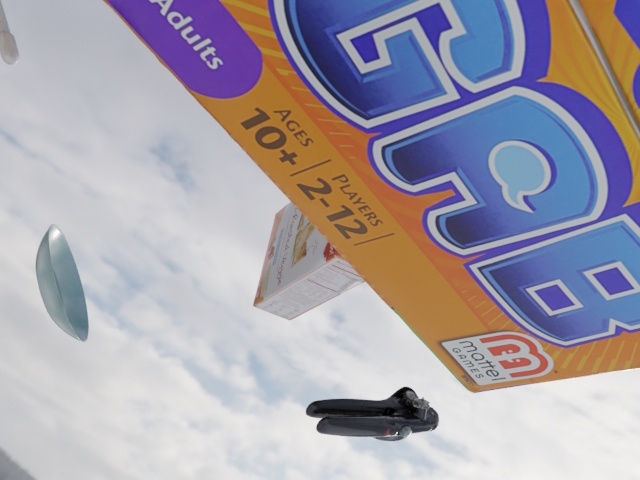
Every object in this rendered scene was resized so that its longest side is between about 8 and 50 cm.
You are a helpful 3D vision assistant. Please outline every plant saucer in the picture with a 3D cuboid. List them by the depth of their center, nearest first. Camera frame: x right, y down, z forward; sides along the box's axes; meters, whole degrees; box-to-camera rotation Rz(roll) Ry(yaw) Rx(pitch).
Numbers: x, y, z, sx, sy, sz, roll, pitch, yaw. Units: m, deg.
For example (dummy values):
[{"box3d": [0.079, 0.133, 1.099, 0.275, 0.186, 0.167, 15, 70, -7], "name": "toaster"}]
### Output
[{"box3d": [-0.413, 0.072, 1.144, 0.195, 0.038, 0.194, 165, -90, -83], "name": "plant saucer"}]

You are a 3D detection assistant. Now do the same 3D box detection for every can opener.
[{"box3d": [0.063, 0.200, 0.808, 0.186, 0.073, 0.059, 13, 14, -44], "name": "can opener"}]

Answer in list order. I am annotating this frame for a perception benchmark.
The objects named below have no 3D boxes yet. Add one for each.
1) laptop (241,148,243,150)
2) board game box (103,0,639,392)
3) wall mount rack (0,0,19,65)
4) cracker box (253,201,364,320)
[{"box3d": [-0.270, -0.375, 1.544, 0.382, 0.237, 0.407, -142, -134, -74], "name": "laptop"}, {"box3d": [0.176, -0.176, 0.424, 0.357, 0.356, 0.356, -19, -51, 34], "name": "board game box"}, {"box3d": [-0.279, -0.362, 0.814, 0.130, 0.350, 0.303, 23, -58, 57], "name": "wall mount rack"}, {"box3d": [0.000, 0.000, 0.967, 0.067, 0.155, 0.232, 24, -31, -22], "name": "cracker box"}]
